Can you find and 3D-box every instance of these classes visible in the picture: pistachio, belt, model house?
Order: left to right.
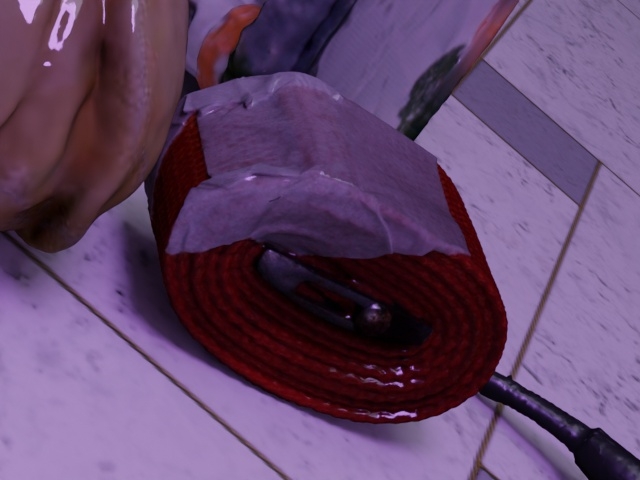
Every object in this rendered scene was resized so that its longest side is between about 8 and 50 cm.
[{"bbox_3d":[-0.151,-0.127,0.764,0.162,0.181,0.293,10,46,-36],"label":"pistachio"},{"bbox_3d":[-0.025,-0.211,1.036,0.301,0.271,0.190,37,4,33],"label":"model house"},{"bbox_3d":[0.000,0.000,0.833,0.201,0.128,0.124,31,25,-29],"label":"belt"}]

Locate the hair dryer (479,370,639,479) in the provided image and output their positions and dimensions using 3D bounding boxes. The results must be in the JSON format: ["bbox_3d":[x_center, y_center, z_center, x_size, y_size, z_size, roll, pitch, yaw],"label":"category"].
[{"bbox_3d":[0.204,0.193,0.896,0.359,0.120,0.303,37,37,16],"label":"hair dryer"}]
